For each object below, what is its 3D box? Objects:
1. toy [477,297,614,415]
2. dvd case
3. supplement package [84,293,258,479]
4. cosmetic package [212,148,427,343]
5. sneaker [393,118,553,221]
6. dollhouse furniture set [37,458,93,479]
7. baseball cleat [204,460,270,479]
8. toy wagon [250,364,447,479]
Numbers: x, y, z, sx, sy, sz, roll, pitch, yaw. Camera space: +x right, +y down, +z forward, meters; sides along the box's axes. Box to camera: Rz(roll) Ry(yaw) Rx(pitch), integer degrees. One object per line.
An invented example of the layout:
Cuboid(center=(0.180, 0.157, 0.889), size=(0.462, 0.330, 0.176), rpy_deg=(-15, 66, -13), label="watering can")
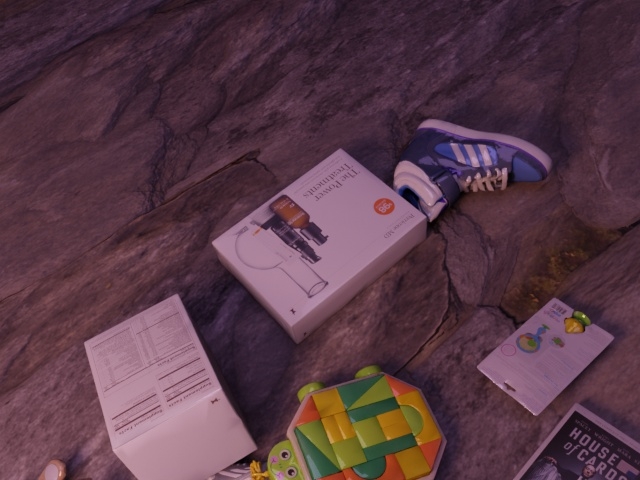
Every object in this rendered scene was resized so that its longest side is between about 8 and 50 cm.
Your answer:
Cuboid(center=(0.422, 0.221, 1.288), size=(0.237, 0.056, 0.137), rpy_deg=(-36, 54, -22), label="toy")
Cuboid(center=(0.441, 0.413, 1.154), size=(0.238, 0.030, 0.179), rpy_deg=(-43, 52, -18), label="dvd case")
Cuboid(center=(-0.273, 0.281, 1.240), size=(0.198, 0.199, 0.263), rpy_deg=(-28, 43, -10), label="supplement package")
Cuboid(center=(0.000, 0.000, 1.488), size=(0.377, 0.097, 0.284), rpy_deg=(-38, 61, -17), label="cosmetic package")
Cuboid(center=(0.321, -0.123, 1.513), size=(0.322, 0.130, 0.236), rpy_deg=(20, 70, 16), label="sneaker")
Cuboid(center=(-0.501, 0.479, 1.053), size=(0.303, 0.355, 0.174), rpy_deg=(35, 95, 29), label="dollhouse furniture set")
Cuboid(center=(-0.153, 0.418, 1.236), size=(0.205, 0.072, 0.109), rpy_deg=(-21, 49, -10), label="baseball cleat")
Cuboid(center=(0.047, 0.367, 1.203), size=(0.344, 0.068, 0.267), rpy_deg=(-12, 52, -19), label="toy wagon")
